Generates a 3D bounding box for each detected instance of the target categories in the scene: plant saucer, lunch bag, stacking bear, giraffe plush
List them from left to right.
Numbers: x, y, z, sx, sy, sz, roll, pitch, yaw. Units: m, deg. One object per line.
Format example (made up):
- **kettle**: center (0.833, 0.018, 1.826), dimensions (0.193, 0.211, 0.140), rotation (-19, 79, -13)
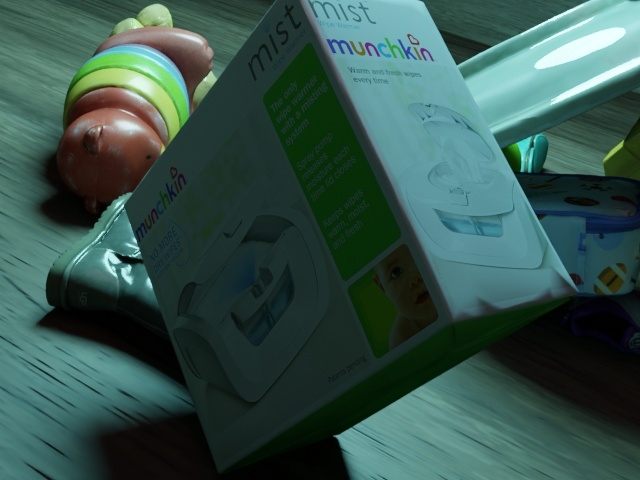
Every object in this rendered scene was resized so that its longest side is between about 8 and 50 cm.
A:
- **stacking bear**: center (-0.237, -0.141, 0.999), dimensions (0.164, 0.175, 0.289), rotation (13, 30, -9)
- **giraffe plush**: center (-0.216, -0.219, 1.215), dimensions (0.170, 0.181, 0.210), rotation (35, -6, 18)
- **lunch bag**: center (0.232, -0.022, 0.982), dimensions (0.303, 0.115, 0.243), rotation (7, 21, 23)
- **plant saucer**: center (0.264, -0.198, 0.953), dimensions (0.400, 0.101, 0.400), rotation (-25, 6, 3)

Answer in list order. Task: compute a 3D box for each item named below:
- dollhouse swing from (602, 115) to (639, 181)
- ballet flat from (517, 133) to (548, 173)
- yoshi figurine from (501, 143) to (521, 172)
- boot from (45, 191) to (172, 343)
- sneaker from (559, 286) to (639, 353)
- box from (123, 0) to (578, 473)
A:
- **dollhouse swing**: center (0.497, -0.016, 1.004), dimensions (0.347, 0.305, 0.315), rotation (43, 47, 3)
- **ballet flat**: center (0.352, -0.152, 1.472), dimensions (0.087, 0.083, 0.247), rotation (8, 17, 21)
- **yoshi figurine**: center (0.144, -0.136, 1.189), dimensions (0.362, 0.204, 0.203), rotation (7, 40, -24)
- **boot**: center (-0.117, 0.037, 0.752), dimensions (0.208, 0.076, 0.190), rotation (12, 36, 11)
- **sneaker**: center (0.383, 0.109, 0.909), dimensions (0.223, 0.083, 0.098), rotation (14, 30, 26)
- **box**: center (0.000, 0.000, 0.567), dimensions (0.126, 0.262, 0.231), rotation (-7, 66, -41)
